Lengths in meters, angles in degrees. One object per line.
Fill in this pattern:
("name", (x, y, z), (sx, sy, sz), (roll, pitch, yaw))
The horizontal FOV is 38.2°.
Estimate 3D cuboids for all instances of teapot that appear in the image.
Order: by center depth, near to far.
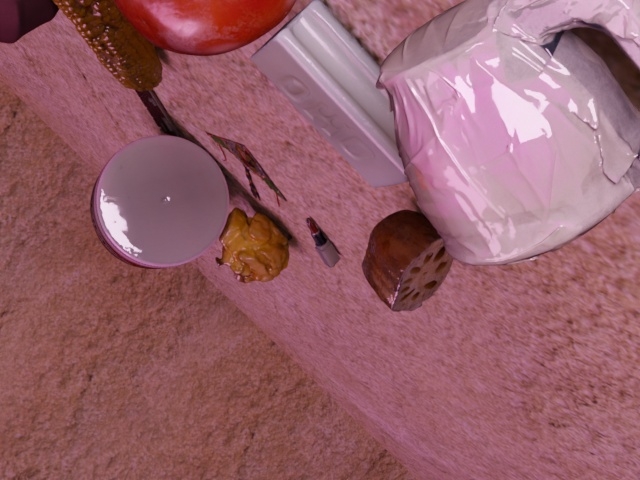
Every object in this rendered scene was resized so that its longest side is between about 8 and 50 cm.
("teapot", (0.137, -0.086, 0.628), (0.178, 0.163, 0.221), (55, 164, -20))

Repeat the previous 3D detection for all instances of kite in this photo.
("kite", (-0.132, -0.123, 1.640), (0.198, 0.006, 0.244), (39, 167, 11))

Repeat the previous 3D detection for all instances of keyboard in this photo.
("keyboard", (-0.312, -0.249, 1.738), (0.055, 0.017, 0.166), (36, 165, 28))

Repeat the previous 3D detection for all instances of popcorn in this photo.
("popcorn", (-0.132, 0.013, 1.810), (0.167, 0.152, 0.148), (65, 175, -38))

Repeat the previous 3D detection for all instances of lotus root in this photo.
("lotus root", (0.113, 0.024, 1.168), (0.081, 0.112, 0.122), (45, 139, 34))

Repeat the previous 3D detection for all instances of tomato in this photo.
("tomato", (-0.116, -0.253, 0.859), (0.187, 0.151, 0.187), (39, 161, 16))

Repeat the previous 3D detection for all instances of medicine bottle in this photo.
("medicine bottle", (-0.322, -0.070, 1.824), (0.252, 0.252, 0.241), (45, 166, -10))

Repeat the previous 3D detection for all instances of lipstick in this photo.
("lipstick", (0.000, 0.000, 1.610), (0.025, 0.025, 0.107), (27, 153, 49))

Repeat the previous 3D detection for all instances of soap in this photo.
("soap", (0.027, -0.147, 0.961), (0.198, 0.066, 0.119), (45, 169, -12))

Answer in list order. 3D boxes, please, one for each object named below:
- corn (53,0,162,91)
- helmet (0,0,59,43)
("corn", (-0.310, -0.322, 1.335), (0.097, 0.097, 0.320), (37, 168, 24))
("helmet", (-0.513, -0.408, 1.304), (0.271, 0.197, 0.338), (30, -177, 43))
